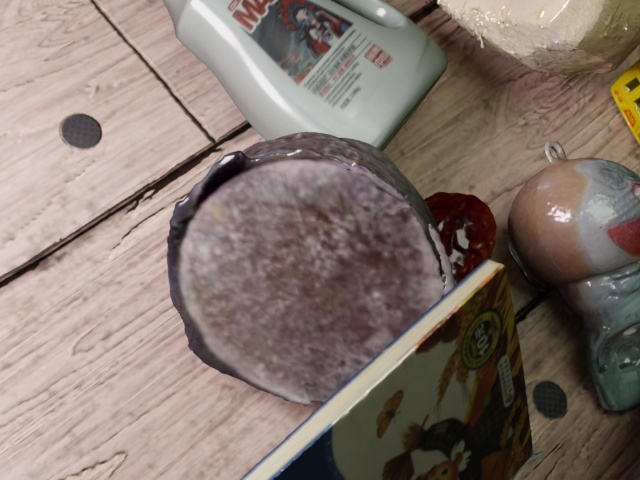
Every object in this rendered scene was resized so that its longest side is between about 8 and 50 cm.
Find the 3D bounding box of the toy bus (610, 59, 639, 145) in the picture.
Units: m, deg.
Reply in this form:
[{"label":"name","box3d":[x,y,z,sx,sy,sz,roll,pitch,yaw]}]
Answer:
[{"label":"toy bus","box3d":[0.589,-0.245,1.526,0.330,0.152,0.144,-23,81,-25]}]

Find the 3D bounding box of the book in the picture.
[{"label":"book","box3d":[0.056,0.247,1.034,0.428,0.300,0.039,-39,45,-26]}]

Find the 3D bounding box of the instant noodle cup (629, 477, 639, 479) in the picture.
[{"label":"instant noodle cup","box3d":[0.313,0.361,1.129,0.240,0.178,0.240,7,65,-16]}]

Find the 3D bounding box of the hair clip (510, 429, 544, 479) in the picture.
[{"label":"hair clip","box3d":[0.224,0.274,1.221,0.039,0.030,0.115,38,60,-2]}]

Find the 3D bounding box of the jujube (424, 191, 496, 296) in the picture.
[{"label":"jujube","box3d":[0.142,0.023,1.260,0.109,0.112,0.176,28,64,-6]}]

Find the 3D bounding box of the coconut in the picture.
[{"label":"coconut","box3d":[0.327,-0.361,1.403,0.254,0.297,0.297,4,62,-46]}]

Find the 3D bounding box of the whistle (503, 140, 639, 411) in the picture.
[{"label":"whistle","box3d":[0.348,0.038,1.300,0.189,0.189,0.348,-17,88,-26]}]

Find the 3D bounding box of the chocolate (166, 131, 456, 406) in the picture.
[{"label":"chocolate","box3d":[0.000,0.000,1.144,0.303,0.303,0.213,29,28,-6]}]

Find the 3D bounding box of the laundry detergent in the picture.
[{"label":"laundry detergent","box3d":[-0.054,-0.265,1.317,0.398,0.125,0.264,38,61,2]}]
